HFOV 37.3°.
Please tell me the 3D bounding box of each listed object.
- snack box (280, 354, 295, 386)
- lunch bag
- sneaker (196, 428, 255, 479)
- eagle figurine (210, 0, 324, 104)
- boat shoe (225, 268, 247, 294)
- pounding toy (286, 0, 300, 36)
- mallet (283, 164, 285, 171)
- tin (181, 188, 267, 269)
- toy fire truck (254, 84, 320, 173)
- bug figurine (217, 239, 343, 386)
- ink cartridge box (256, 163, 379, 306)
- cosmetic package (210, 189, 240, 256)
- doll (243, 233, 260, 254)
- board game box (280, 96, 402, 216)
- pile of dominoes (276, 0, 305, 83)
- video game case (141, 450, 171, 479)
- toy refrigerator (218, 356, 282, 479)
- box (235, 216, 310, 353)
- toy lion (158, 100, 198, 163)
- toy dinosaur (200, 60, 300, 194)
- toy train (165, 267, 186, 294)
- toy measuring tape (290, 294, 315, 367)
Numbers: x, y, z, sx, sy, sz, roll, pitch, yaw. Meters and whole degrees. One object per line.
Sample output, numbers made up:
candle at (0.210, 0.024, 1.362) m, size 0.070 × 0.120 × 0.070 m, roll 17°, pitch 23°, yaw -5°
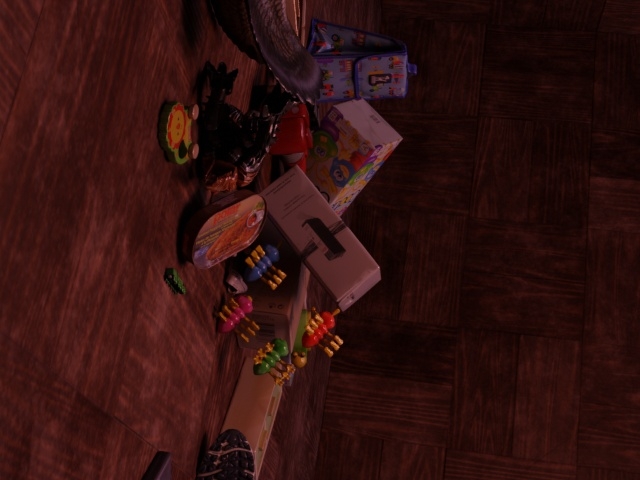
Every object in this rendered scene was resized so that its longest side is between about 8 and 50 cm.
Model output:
snack box at (-0.090, 0.320, 2.626) m, size 0.100 × 0.037 × 0.141 m, roll -72°, pitch 166°, yaw -52°
lunch bag at (0.119, -0.482, 2.606) m, size 0.221 × 0.293 × 0.138 m, roll 79°, pitch 18°, yaw -64°
sneaker at (-0.196, 0.500, 1.857) m, size 0.122 × 0.110 × 0.283 m, roll -143°, pitch -120°, yaw -78°
eagle figurine at (-0.083, -0.380, 1.484) m, size 0.226 × 0.225 × 0.298 m, roll -50°, pitch 153°, yaw -59°
boat shoe at (-0.172, 0.090, 1.893) m, size 0.035 × 0.035 × 0.100 m, roll -53°, pitch 167°, yaw -15°
pounding toy at (-0.092, -0.499, 1.824) m, size 0.206 × 0.094 × 0.181 m, roll -89°, pitch 175°, yaw -57°
mallet at (-0.084, -0.194, 2.308) m, size 0.062 × 0.039 × 0.190 m, roll -67°, pitch 158°, yaw -61°
tin at (-0.160, -0.022, 1.581) m, size 0.189 × 0.040 × 0.106 m, roll -30°, pitch 143°, yaw -47°
toy fire truck at (-0.083, -0.186, 1.996) m, size 0.217 × 0.158 × 0.247 m, roll 63°, pitch 23°, yaw -77°
bug figurine at (-0.091, 0.146, 1.875) m, size 0.216 × 0.279 × 0.072 m, roll -45°, pitch -157°, yaw -18°
ink cartridge box at (0.000, 0.000, 1.938) m, size 0.273 × 0.114 × 0.197 m, roll 52°, pitch -2°, yaw 10°
cosmetic package at (-0.170, -0.033, 1.689) m, size 0.041 × 0.060 × 0.115 m, roll 83°, pitch 16°, yaw -65°
doll at (-0.148, -0.037, 1.898) m, size 0.189 × 0.046 × 0.129 m, roll 72°, pitch 21°, yaw -72°
board game box at (0.034, -0.175, 2.194) m, size 0.275 × 0.144 × 0.142 m, roll -52°, pitch 166°, yaw 33°
pile of dominoes at (-0.050, -0.450, 2.029) m, size 0.196 × 0.040 × 0.251 m, roll -140°, pitch -129°, yaw -68°
video game case at (-0.272, 0.499, 1.481) m, size 0.196 × 0.026 × 0.274 m, roll -65°, pitch 161°, yaw -67°
toy refrigerator at (-0.146, 0.384, 2.053) m, size 0.270 × 0.094 × 0.102 m, roll -73°, pitch 167°, yaw -53°
box at (-0.096, 0.080, 2.090) m, size 0.148 × 0.121 × 0.311 m, roll 87°, pitch 12°, yaw -49°
toy lion at (-0.213, -0.159, 1.401) m, size 0.096 × 0.034 × 0.100 m, roll -54°, pitch 150°, yaw -61°
toy dinosaur at (-0.133, -0.161, 1.591) m, size 0.322 × 0.164 × 0.218 m, roll -110°, pitch -145°, yaw -56°
toy train at (-0.228, 0.065, 1.495) m, size 0.083 × 0.017 × 0.024 m, roll 75°, pitch 11°, yaw -69°
toy measuring tape at (-0.057, 0.188, 2.552) m, size 0.121 × 0.121 × 0.330 m, roll 85°, pitch 4°, yaw -53°
